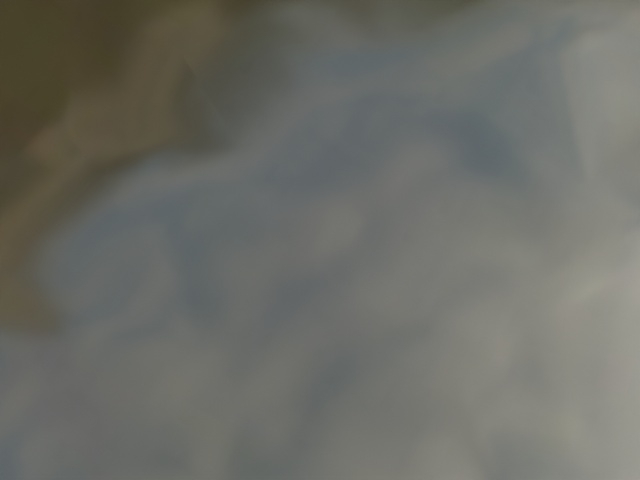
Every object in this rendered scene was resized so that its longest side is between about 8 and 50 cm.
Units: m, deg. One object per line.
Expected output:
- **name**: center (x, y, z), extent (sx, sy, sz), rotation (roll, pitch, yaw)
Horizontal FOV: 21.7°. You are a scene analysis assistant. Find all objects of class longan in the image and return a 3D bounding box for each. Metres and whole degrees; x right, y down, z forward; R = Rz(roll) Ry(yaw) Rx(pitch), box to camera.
- **longan**: center (0.008, 0.003, 0.562), extent (0.436, 0.404, 0.404), rotation (-33, 133, 8)
